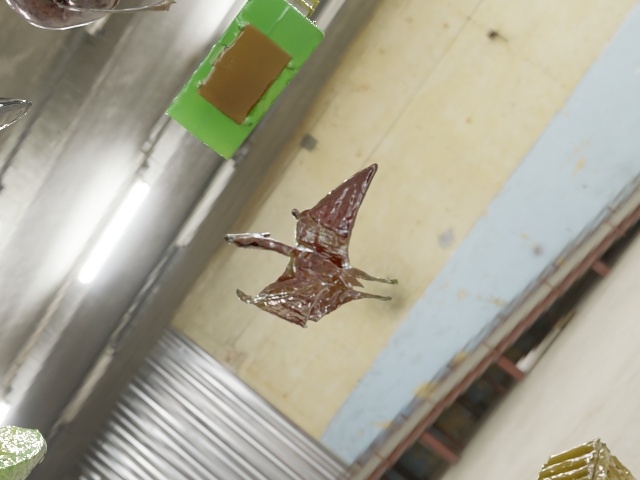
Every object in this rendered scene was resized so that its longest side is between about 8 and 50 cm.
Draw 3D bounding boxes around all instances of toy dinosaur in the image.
[{"bbox_3d":[0.010,0.001,1.198,0.327,0.206,0.113,-21,-40,-49],"label":"toy dinosaur"}]

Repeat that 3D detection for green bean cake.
[{"bbox_3d":[0.429,0.442,1.488,0.131,0.224,0.229,-33,5,28],"label":"green bean cake"}]

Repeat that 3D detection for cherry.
[{"bbox_3d":[-0.239,-0.281,1.026,0.148,0.188,0.115,-81,-13,-87],"label":"cherry"}]

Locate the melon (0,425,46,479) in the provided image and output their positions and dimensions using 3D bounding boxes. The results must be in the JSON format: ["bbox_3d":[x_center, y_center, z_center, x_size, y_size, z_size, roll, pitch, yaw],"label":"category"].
[{"bbox_3d":[-0.426,0.274,1.068,0.323,0.124,0.196,0,-40,-51],"label":"melon"}]

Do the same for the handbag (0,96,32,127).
[{"bbox_3d":[-0.610,-0.178,1.560,0.211,0.089,0.254,-13,13,14],"label":"handbag"}]

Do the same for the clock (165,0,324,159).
[{"bbox_3d":[-0.087,-0.263,1.388,0.220,0.106,0.255,-49,10,21],"label":"clock"}]
